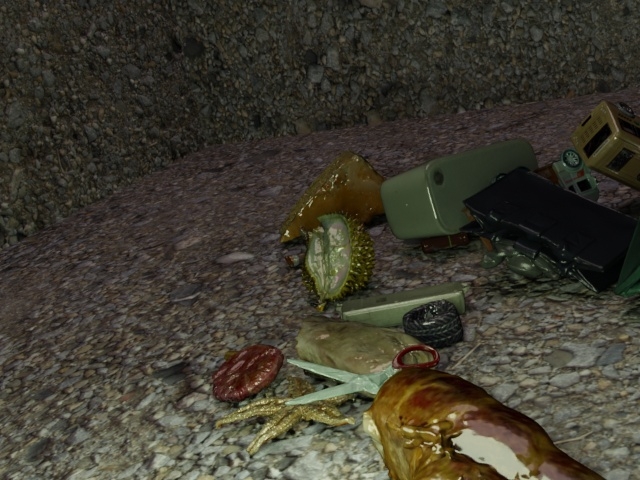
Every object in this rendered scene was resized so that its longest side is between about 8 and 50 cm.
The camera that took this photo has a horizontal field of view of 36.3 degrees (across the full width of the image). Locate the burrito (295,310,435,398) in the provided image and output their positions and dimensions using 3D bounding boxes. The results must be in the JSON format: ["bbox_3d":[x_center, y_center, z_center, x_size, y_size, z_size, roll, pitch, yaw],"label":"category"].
[{"bbox_3d":[0.051,0.197,1.720,0.175,0.107,0.348,-2,10,-33],"label":"burrito"}]

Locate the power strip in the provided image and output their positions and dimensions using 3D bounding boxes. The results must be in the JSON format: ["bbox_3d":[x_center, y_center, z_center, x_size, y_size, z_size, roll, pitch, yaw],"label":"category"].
[{"bbox_3d":[0.167,0.133,1.943,0.272,0.052,0.078,-10,16,6],"label":"power strip"}]

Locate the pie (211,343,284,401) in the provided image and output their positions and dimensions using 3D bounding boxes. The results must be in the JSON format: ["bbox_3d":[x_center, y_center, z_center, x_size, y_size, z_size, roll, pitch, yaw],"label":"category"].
[{"bbox_3d":[-0.133,0.239,1.777,0.154,0.036,0.154,-24,21,10],"label":"pie"}]

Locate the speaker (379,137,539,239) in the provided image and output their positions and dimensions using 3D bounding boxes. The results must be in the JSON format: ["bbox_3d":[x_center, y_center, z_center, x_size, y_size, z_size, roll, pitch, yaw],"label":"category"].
[{"bbox_3d":[0.344,-0.124,2.385,0.406,0.183,0.184,-17,1,-39],"label":"speaker"}]

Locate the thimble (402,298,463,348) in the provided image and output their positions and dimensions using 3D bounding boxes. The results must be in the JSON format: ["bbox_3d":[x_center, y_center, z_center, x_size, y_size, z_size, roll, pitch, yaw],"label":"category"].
[{"bbox_3d":[0.208,0.158,1.800,0.104,0.066,0.095,-22,17,-20],"label":"thimble"}]

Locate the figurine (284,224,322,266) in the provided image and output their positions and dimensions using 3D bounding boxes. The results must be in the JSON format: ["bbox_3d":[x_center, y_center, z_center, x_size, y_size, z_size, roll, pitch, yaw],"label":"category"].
[{"bbox_3d":[0.000,-0.001,2.456,0.197,0.093,0.147,-19,5,-18],"label":"figurine"}]

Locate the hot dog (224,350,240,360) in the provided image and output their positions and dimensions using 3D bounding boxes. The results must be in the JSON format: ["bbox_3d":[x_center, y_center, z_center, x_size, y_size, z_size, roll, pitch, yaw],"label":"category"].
[{"bbox_3d":[-0.137,0.230,1.883,0.137,0.028,0.044,3,7,41],"label":"hot dog"}]

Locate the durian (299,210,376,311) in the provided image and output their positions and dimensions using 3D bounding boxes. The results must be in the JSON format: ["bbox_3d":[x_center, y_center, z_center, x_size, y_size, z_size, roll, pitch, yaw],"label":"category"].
[{"bbox_3d":[0.048,0.062,2.153,0.193,0.138,0.237,-7,58,46],"label":"durian"}]

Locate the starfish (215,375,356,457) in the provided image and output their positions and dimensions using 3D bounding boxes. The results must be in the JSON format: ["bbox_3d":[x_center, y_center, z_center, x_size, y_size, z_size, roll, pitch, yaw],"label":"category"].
[{"bbox_3d":[-0.057,0.278,1.622,0.231,0.048,0.295,-17,15,-15],"label":"starfish"}]

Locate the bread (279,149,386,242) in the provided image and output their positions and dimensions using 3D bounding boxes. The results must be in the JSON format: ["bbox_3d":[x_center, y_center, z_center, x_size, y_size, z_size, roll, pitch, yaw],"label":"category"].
[{"bbox_3d":[0.073,-0.074,2.709,0.315,0.279,0.248,-55,15,6],"label":"bread"}]

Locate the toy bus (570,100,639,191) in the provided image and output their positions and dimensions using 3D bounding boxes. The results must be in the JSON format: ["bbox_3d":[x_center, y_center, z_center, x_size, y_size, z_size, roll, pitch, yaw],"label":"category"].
[{"bbox_3d":[0.734,-0.196,2.247,0.289,0.139,0.157,22,38,-24],"label":"toy bus"}]

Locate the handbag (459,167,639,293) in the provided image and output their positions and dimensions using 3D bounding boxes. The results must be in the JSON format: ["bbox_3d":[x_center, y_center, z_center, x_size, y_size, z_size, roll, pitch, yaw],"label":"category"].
[{"bbox_3d":[0.458,-0.009,1.957,0.326,0.118,0.269,28,37,34],"label":"handbag"}]

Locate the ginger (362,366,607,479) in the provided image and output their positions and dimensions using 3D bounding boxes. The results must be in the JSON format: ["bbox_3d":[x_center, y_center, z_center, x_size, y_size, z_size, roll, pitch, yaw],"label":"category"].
[{"bbox_3d":[0.155,0.282,1.216,0.254,0.176,0.418,-13,20,-22],"label":"ginger"}]

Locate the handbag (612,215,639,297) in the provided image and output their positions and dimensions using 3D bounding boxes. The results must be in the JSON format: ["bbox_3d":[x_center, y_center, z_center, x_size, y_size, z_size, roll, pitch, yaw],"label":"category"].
[{"bbox_3d":[0.644,-0.034,1.748,0.089,0.238,0.326,32,41,7],"label":"handbag"}]

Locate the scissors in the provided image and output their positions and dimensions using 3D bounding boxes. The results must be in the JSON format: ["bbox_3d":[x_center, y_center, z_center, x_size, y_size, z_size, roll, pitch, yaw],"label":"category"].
[{"bbox_3d":[0.068,0.224,1.536,0.248,0.017,0.144,2,51,-2],"label":"scissors"}]

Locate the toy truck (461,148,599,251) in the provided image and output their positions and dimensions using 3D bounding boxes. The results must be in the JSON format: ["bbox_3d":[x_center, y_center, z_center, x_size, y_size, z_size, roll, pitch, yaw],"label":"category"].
[{"bbox_3d":[0.492,-0.085,2.231,0.305,0.162,0.136,-20,-14,-24],"label":"toy truck"}]

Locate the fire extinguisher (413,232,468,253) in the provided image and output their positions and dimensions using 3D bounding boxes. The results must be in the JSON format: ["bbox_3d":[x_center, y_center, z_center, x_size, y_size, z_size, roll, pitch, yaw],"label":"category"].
[{"bbox_3d":[0.282,0.004,2.314,0.132,0.039,0.056,-13,-4,1],"label":"fire extinguisher"}]
